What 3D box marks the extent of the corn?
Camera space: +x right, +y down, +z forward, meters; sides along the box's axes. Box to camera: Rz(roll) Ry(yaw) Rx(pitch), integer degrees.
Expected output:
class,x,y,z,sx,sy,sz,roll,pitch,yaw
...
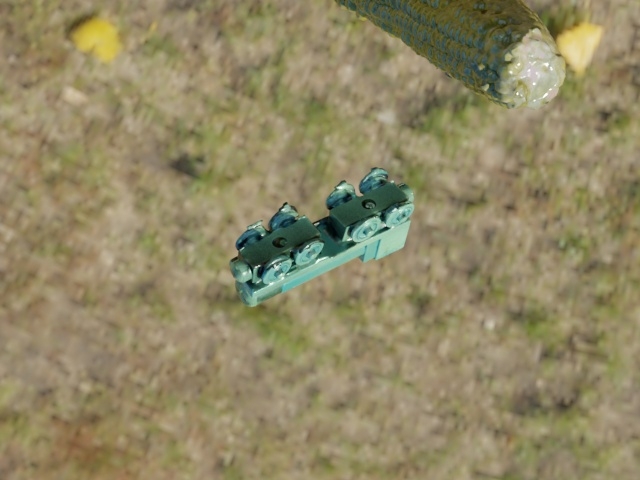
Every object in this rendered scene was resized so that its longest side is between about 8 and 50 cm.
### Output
class,x,y,z,sx,sy,sz,roll,pitch,yaw
corn,0.088,-0.170,1.342,0.086,0.288,0.086,-12,120,-22

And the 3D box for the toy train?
class,x,y,z,sx,sy,sz,roll,pitch,yaw
toy train,0.000,0.000,0.792,0.029,0.092,0.045,53,155,26
